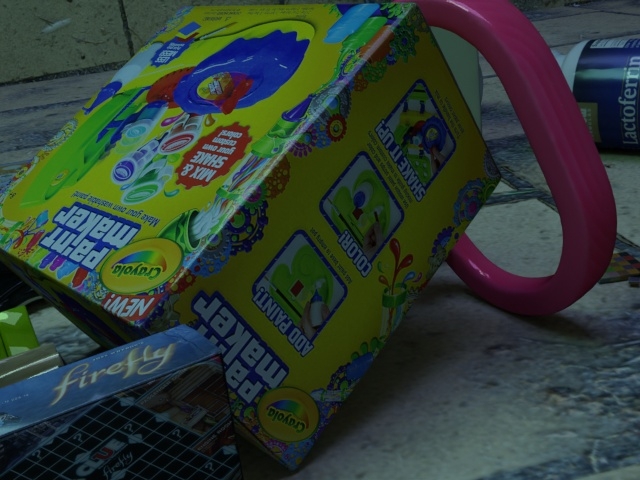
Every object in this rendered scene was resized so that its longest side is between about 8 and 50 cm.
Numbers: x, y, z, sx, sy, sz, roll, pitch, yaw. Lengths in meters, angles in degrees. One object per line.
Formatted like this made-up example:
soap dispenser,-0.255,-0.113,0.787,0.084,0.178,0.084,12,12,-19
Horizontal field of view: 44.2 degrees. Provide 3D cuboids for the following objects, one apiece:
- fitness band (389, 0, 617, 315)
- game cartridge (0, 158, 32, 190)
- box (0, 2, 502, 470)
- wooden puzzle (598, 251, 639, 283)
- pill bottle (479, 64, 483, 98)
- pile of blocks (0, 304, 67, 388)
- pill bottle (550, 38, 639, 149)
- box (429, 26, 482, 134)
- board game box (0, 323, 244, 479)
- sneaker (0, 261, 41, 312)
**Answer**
fitness band,0.128,-0.068,0.662,0.054,0.291,0.209,-30,6,-31
game cartridge,-0.414,-0.080,1.179,0.297,0.062,0.198,-11,17,-11
box,-0.070,-0.028,0.620,0.289,0.177,0.279,16,62,46
wooden puzzle,0.281,0.026,0.755,0.049,0.006,0.083,-8,21,-3
pill bottle,0.192,-0.276,1.422,0.184,0.103,0.103,5,24,29
pile of blocks,-0.226,0.063,0.421,0.148,0.113,0.362,-25,-14,-3
pill bottle,0.423,-0.203,1.099,0.264,0.153,0.153,8,26,35
box,0.175,-0.258,1.143,0.094,0.275,0.113,-8,21,0
board game box,-0.147,0.153,0.343,0.243,0.165,0.042,-18,24,-27
sneaker,-0.350,0.038,0.817,0.271,0.100,0.108,-19,13,-42
